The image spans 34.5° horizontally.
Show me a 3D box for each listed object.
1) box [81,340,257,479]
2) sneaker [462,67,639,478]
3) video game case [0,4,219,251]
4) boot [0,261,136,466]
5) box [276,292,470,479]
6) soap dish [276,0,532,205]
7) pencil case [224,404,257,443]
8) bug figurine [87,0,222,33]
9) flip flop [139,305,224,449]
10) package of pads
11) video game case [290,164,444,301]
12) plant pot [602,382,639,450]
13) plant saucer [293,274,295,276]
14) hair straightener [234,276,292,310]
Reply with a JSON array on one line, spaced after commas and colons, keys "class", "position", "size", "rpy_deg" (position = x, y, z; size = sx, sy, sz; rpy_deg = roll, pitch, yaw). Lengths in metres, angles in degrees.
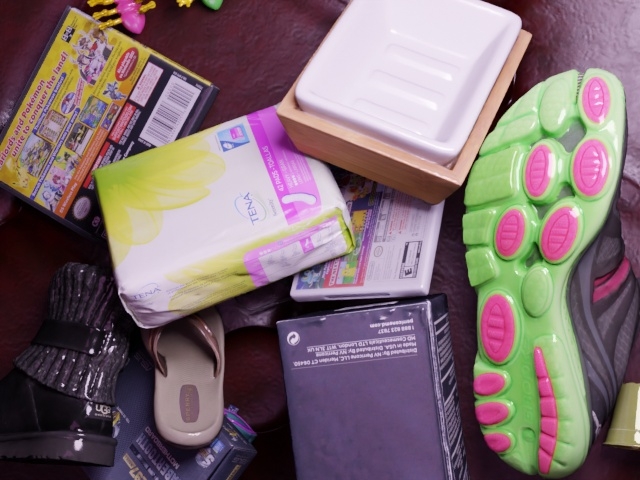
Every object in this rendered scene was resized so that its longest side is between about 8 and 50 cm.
[{"class": "box", "position": [-0.215, 0.273, 1.356], "size": [0.233, 0.059, 0.183], "rpy_deg": [41, 98, 36]}, {"class": "sneaker", "position": [0.285, 0.035, 1.231], "size": [0.185, 0.202, 0.482], "rpy_deg": [14, 107, 35]}, {"class": "video game case", "position": [-0.311, -0.152, 1.444], "size": [0.248, 0.035, 0.274], "rpy_deg": [30, 95, 10]}, {"class": "boot", "position": [-0.384, 0.169, 1.396], "size": [0.348, 0.131, 0.260], "rpy_deg": [-5, 72, 31]}, {"class": "box", "position": [0.075, 0.221, 1.225], "size": [0.183, 0.296, 0.294], "rpy_deg": [-9, 87, 10]}, {"class": "soap dish", "position": [0.107, -0.189, 1.260], "size": [0.229, 0.118, 0.291], "rpy_deg": [22, 53, 10]}, {"class": "pencil case", "position": [-0.154, 0.296, 1.386], "size": [0.070, 0.064, 0.151], "rpy_deg": [35, 95, -8]}, {"class": "bug figurine", "position": [-0.233, -0.403, 1.416], "size": [0.279, 0.072, 0.216], "rpy_deg": [-17, 92, 6]}, {"class": "flip flop", "position": [-0.178, 0.141, 1.323], "size": [0.112, 0.277, 0.080], "rpy_deg": [-5, 132, -7]}, {"class": "package of pads", "position": [-0.124, -0.035, 1.297], "size": [0.297, 0.101, 0.229], "rpy_deg": [-21, 50, -1]}, {"class": "video game case", "position": [0.064, -0.017, 1.292], "size": [0.183, 0.023, 0.201], "rpy_deg": [-4, 57, 29]}, {"class": "plant pot", "position": [0.395, 0.219, 1.278], "size": [0.083, 0.083, 0.079], "rpy_deg": [5, 78, 11]}, {"class": "plant saucer", "position": [0.000, 0.000, 1.385], "size": [0.119, 0.021, 0.119], "rpy_deg": [0, 89, 11]}, {"class": "hair straightener", "position": [-0.140, 0.030, 1.406], "size": [0.230, 0.047, 0.089], "rpy_deg": [30, 95, 6]}]
